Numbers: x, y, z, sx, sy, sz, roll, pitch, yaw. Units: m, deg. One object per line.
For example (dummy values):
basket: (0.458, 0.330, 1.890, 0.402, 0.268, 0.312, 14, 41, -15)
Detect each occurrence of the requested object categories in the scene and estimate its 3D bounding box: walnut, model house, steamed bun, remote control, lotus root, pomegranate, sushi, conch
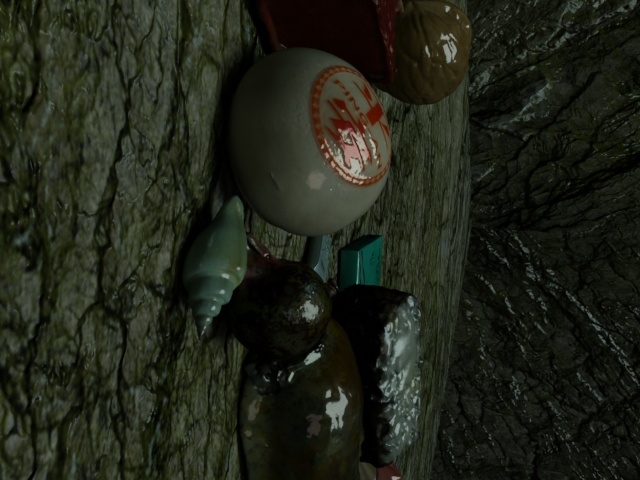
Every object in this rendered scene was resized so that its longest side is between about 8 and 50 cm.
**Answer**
walnut: (0.188, -0.376, 1.578, 0.228, 0.228, 0.227, 5, 90, -74)
model house: (0.025, -0.353, 1.082, 0.196, 0.160, 0.253, 63, 34, -61)
steamed bun: (0.003, -0.122, 0.986, 0.232, 0.145, 0.231, 11, 77, -51)
remote control: (0.000, 0.000, 1.339, 0.061, 0.029, 0.162, 77, 19, -53)
lotus root: (-0.006, 0.220, 1.176, 0.267, 0.150, 0.260, -64, 155, -60)
pomegranate: (-0.053, 0.061, 0.987, 0.138, 0.126, 0.163, -143, -137, -70)
sushi: (0.072, 0.222, 1.391, 0.196, 0.182, 0.343, -44, 132, -62)
conch: (-0.107, 0.034, 0.888, 0.088, 0.065, 0.180, 62, 33, -47)

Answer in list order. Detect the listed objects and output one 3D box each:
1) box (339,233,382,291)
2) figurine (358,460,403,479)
box: (0.081, 0.081, 1.625, 0.226, 0.042, 0.160, -26, 119, -73)
figurine: (0.105, 0.521, 1.609, 0.207, 0.166, 0.386, -36, 135, -37)
